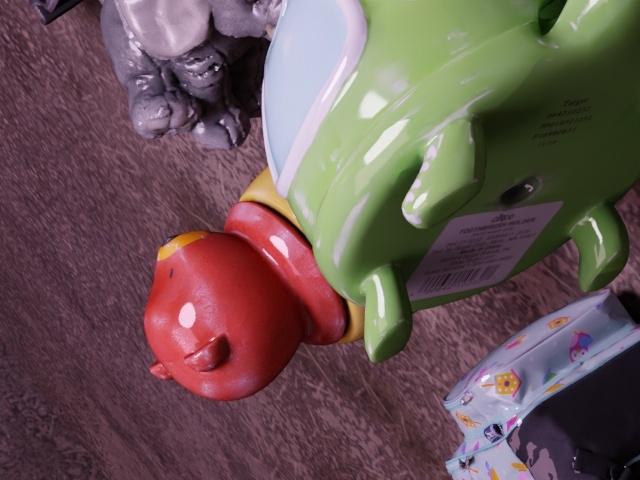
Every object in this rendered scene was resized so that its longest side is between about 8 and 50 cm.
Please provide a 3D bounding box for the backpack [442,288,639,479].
[{"bbox_3d":[0.171,0.132,1.313,0.144,0.166,0.188,51,154,12],"label":"backpack"}]

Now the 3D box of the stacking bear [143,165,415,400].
[{"bbox_3d":[0.000,0.000,1.289,0.164,0.289,0.175,58,157,-12],"label":"stacking bear"}]

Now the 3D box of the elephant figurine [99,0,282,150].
[{"bbox_3d":[-0.069,-0.190,1.372,0.239,0.186,0.169,121,154,-55],"label":"elephant figurine"}]

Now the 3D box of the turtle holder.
[{"bbox_3d":[0.077,-0.105,1.059,0.320,0.243,0.227,78,166,-63],"label":"turtle holder"}]

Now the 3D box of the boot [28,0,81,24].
[{"bbox_3d":[-0.277,-0.313,1.637,0.229,0.091,0.263,55,160,-7],"label":"boot"}]
